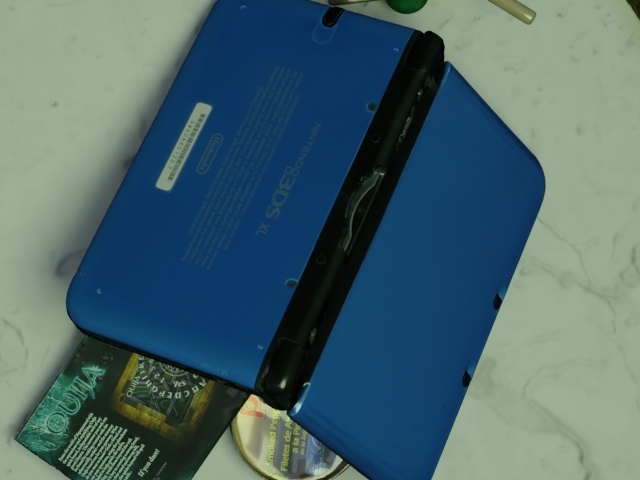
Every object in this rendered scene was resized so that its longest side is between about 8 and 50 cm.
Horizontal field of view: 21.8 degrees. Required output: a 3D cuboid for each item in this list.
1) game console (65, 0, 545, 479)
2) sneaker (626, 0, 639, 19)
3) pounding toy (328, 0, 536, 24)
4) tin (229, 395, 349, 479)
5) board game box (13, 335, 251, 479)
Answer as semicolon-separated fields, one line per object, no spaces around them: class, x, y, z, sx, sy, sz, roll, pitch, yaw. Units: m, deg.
game console;0.000;0.000;1.197;0.250;0.173;0.293;18;67;17
sneaker;0.308;-0.155;1.267;0.086;0.064;0.192;-33;97;-1
pounding toy;0.073;-0.218;1.199;0.130;0.100;0.141;-8;97;-10
tin;-0.014;0.089;1.244;0.106;0.040;0.190;5;94;-15
board game box;-0.120;0.103;1.208;0.126;0.026;0.186;35;95;0
